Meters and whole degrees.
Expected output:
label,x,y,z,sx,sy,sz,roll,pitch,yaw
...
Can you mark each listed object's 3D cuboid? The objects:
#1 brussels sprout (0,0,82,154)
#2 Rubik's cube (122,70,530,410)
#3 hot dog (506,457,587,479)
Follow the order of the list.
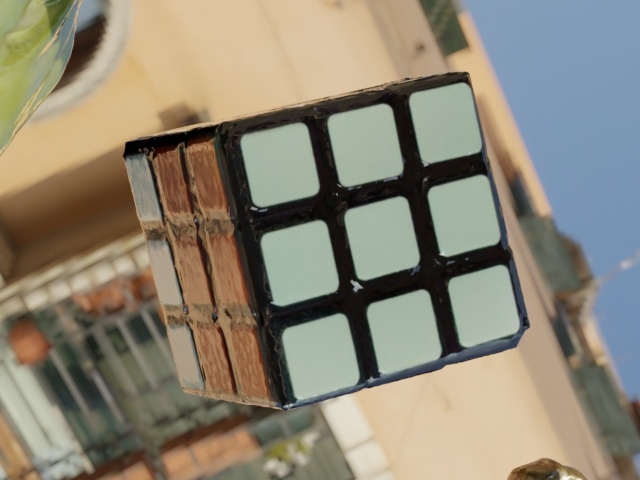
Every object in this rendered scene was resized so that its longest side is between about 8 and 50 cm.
label,x,y,z,sx,sy,sz,roll,pitch,yaw
brussels sprout,-0.321,-0.184,1.293,0.344,0.344,0.268,-15,-178,22
Rubik's cube,0.000,0.000,1.045,0.162,0.163,0.160,-17,-174,-24
hot dog,0.148,0.323,1.342,0.100,0.337,0.135,14,-158,23
